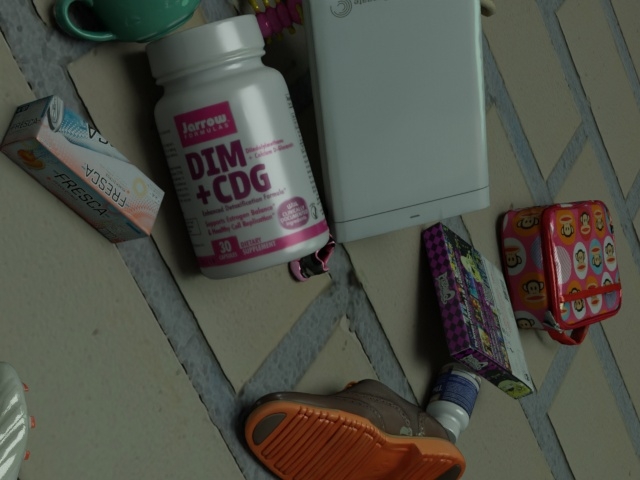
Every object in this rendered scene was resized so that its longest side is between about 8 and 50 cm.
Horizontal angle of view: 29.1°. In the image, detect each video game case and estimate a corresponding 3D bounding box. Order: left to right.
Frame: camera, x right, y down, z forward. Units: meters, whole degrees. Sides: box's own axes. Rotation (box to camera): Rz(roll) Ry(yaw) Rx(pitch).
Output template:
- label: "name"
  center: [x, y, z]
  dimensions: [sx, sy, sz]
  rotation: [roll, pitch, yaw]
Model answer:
- label: "video game case"
  center: [0.247, 0.111, 1.929]
  dimensions: [0.210, 0.042, 0.232]
  rotation: [35, 35, -46]

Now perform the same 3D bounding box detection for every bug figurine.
- label: "bug figurine"
  center: [-0.028, -0.364, 1.586]
  dimensions: [0.279, 0.216, 0.072]
  rotation: [59, 7, -32]

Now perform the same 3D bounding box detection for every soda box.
- label: "soda box"
  center: [-0.249, -0.073, 1.313]
  dimensions: [0.183, 0.058, 0.063]
  rotation: [45, 47, -40]

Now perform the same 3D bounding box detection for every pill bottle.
- label: "pill bottle"
  center: [-0.101, -0.110, 1.446]
  dimensions: [0.160, 0.160, 0.283]
  rotation: [-26, 101, -55]
- label: "pill bottle"
  center: [0.196, 0.247, 1.852]
  dimensions: [0.067, 0.067, 0.120]
  rotation: [56, 40, -29]

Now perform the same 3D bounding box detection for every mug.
- label: "mug"
  center: [-0.209, -0.276, 1.385]
  dimensions: [0.129, 0.158, 0.097]
  rotation: [-95, 159, -63]

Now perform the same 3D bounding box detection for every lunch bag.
- label: "lunch bag"
  center: [0.437, 0.062, 2.216]
  dimensions: [0.293, 0.120, 0.258]
  rotation: [-7, 91, -54]

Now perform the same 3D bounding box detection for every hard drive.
- label: "hard drive"
  center: [0.108, -0.183, 1.651]
  dimensions: [0.047, 0.233, 0.353]
  rotation: [-126, -154, -60]

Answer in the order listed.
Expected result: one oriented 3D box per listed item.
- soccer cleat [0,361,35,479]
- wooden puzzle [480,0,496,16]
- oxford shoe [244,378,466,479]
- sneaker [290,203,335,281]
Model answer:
- label: "soccer cleat"
  center: [-0.313, 0.207, 1.139]
  dimensions: [0.076, 0.068, 0.196]
  rotation: [17, 70, -49]
- label: "wooden puzzle"
  center: [0.162, -0.546, 1.942]
  dimensions: [0.348, 0.080, 0.322]
  rotation: [20, 47, -53]
- label: "oxford shoe"
  center: [0.032, 0.246, 1.606]
  dimensions: [0.364, 0.130, 0.133]
  rotation: [25, 28, -42]
- label: "sneaker"
  center: [0.000, 0.000, 1.651]
  dimensions: [0.047, 0.057, 0.119]
  rotation: [41, 48, -39]
